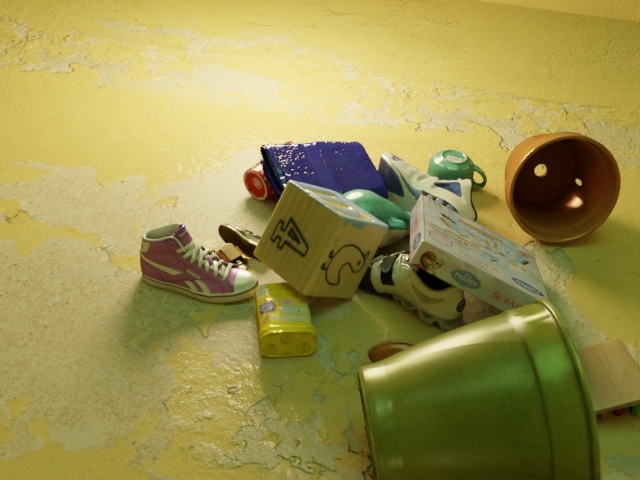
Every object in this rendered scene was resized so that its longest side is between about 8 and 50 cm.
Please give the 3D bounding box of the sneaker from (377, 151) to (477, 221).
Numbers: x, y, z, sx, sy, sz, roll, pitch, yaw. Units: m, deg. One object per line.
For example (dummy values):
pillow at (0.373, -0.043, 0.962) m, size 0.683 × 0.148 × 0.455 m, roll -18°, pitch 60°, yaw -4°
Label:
sneaker at (0.302, -0.121, 2.143) m, size 0.182 × 0.127 × 0.315 m, roll -21°, pitch 51°, yaw -36°

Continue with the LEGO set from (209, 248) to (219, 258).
LEGO set at (-0.258, 0.044, 1.925) m, size 0.054 × 0.023 × 0.083 m, roll -26°, pitch 47°, yaw -34°

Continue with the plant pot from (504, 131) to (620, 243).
plant pot at (0.614, -0.162, 2.118) m, size 0.290 × 0.291 × 0.203 m, roll 1°, pitch 21°, yaw -6°

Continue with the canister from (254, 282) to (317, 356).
canister at (-0.079, 0.169, 1.743) m, size 0.126 × 0.073 × 0.170 m, roll -2°, pitch 36°, yaw -9°

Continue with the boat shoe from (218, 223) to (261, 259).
boat shoe at (-0.184, 0.000, 1.972) m, size 0.152 × 0.056 × 0.049 m, roll 31°, pitch 38°, yaw 16°

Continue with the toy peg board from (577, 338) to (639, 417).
toy peg board at (0.583, 0.306, 1.660) m, size 0.160 × 0.079 × 0.161 m, roll -15°, pitch 39°, yaw 0°

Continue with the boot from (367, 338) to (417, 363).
boot at (0.188, 0.285, 1.629) m, size 0.197 × 0.073 × 0.152 m, roll 7°, pitch 41°, yaw 6°

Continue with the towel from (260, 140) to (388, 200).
towel at (0.008, -0.166, 2.107) m, size 0.308 × 0.076 × 0.228 m, roll -6°, pitch 54°, yaw -29°

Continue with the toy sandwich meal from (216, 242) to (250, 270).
toy sandwich meal at (-0.207, 0.042, 1.910) m, size 0.085 × 0.029 × 0.086 m, roll 18°, pitch 38°, yaw -15°

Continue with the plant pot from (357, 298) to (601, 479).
plant pot at (0.254, 0.312, 1.408) m, size 0.352 × 0.367 × 0.366 m, roll -9°, pitch 38°, yaw -1°

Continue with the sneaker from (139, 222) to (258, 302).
sneaker at (-0.277, 0.046, 1.810) m, size 0.282 × 0.161 × 0.102 m, roll 9°, pitch 36°, yaw 3°

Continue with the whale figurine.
whale figurine at (0.146, -0.060, 1.999) m, size 0.272 × 0.141 × 0.216 m, roll -5°, pitch 9°, yaw -31°

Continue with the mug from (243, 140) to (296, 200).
mug at (-0.108, -0.182, 2.166) m, size 0.150 × 0.113 × 0.169 m, roll 22°, pitch 43°, yaw 37°

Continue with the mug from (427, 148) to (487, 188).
mug at (0.382, -0.201, 2.262) m, size 0.157 × 0.097 × 0.129 m, roll -11°, pitch 40°, yaw -19°

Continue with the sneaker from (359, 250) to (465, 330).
sneaker at (0.195, 0.070, 1.851) m, size 0.330 × 0.146 × 0.122 m, roll 25°, pitch 43°, yaw 26°

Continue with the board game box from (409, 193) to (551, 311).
board game box at (0.357, 0.038, 1.830) m, size 0.318 × 0.066 × 0.318 m, roll 27°, pitch 22°, yaw -4°

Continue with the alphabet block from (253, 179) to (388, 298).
alphabet block at (0.000, 0.000, 1.819) m, size 0.193 × 0.197 × 0.192 m, roll 36°, pitch 17°, yaw 36°
